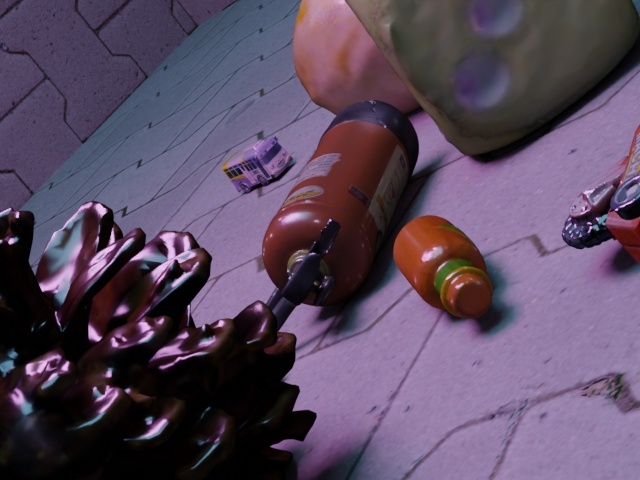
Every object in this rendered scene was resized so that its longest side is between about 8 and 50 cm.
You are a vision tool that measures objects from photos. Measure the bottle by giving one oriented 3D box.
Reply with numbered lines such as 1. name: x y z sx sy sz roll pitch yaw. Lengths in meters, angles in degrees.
1. bottle: 0.113 0.029 1.415 0.069 0.069 0.187 -38 16 2

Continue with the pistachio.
1. pistachio: 0.091 -0.275 2.079 0.230 0.230 0.309 -49 2 -36

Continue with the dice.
1. dice: 0.181 -0.260 1.748 0.252 0.250 0.254 -37 16 6

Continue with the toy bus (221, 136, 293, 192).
1. toy bus: -0.092 -0.111 2.320 0.102 0.058 0.052 -18 25 53

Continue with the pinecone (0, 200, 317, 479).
1. pinecone: -0.202 0.146 1.290 0.397 0.398 0.398 -35 15 11

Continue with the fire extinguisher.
1. fire extinguisher: 0.011 0.001 1.715 0.376 0.113 0.200 -62 -15 -59

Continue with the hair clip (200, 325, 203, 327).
1. hair clip: -0.156 0.157 1.687 0.358 0.095 0.110 -31 49 56

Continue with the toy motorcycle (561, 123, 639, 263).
1. toy motorcycle: 0.285 -0.046 1.181 0.171 0.089 0.298 -40 16 -13
